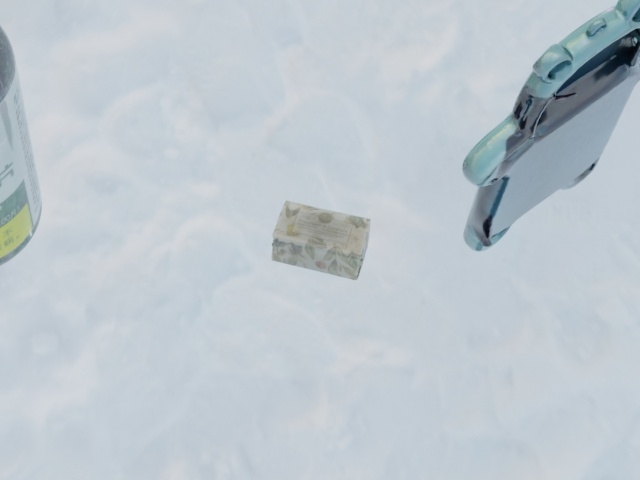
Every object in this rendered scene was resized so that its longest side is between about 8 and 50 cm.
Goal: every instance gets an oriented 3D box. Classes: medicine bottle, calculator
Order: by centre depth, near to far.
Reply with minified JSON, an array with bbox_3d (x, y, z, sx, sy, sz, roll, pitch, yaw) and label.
[{"bbox_3d":[0.087,-0.042,0.502,0.094,0.141,0.019,-35,72,-16],"label":"calculator"},{"bbox_3d":[-0.313,-0.101,1.116,0.141,0.141,0.293,-1,146,-5],"label":"medicine bottle"}]

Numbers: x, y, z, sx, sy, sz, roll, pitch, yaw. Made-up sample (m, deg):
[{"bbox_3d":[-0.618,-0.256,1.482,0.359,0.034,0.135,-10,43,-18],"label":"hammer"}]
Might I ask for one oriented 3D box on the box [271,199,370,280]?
[{"bbox_3d":[0.000,0.000,1.416,0.098,0.062,0.045,11,141,5],"label":"box"}]
